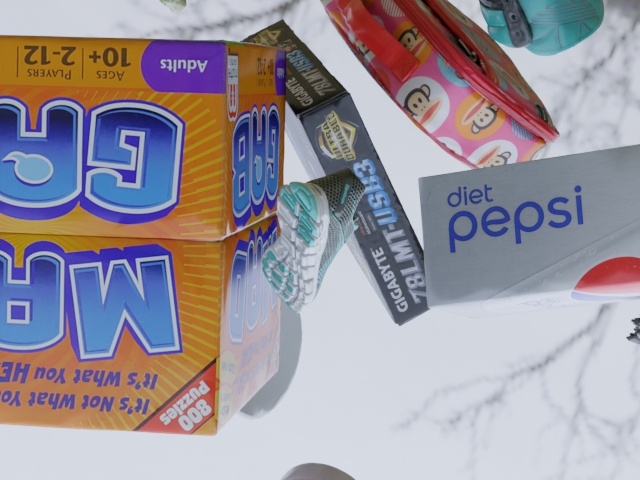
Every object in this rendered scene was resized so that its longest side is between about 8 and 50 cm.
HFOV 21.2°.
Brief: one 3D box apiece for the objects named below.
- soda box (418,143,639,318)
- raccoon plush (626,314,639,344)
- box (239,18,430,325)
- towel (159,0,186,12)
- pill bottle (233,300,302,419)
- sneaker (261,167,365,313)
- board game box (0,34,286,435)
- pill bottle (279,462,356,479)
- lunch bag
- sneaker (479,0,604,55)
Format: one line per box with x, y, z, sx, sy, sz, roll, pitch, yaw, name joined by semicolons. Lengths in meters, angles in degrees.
0.215;-0.011;1.164;0.286;0.098;0.091;-7;170;23;soda box
0.394;-0.024;1.406;0.216;0.299;0.446;21;-161;-21;raccoon plush
0.023;-0.086;1.995;0.073;0.295;0.293;-29;-152;-4;box
-0.107;-0.200;0.908;0.148;0.027;0.110;59;-165;-27;towel
-0.218;0.110;2.143;0.361;0.204;0.204;9;-173;31;pill bottle
0.000;0.000;1.459;0.076;0.166;0.065;-29;-113;-29;sneaker
-0.238;-0.023;1.699;0.356;0.356;0.356;3;-174;7;board game box
-0.048;0.382;1.916;0.162;0.162;0.278;23;-143;13;pill bottle
0.120;-0.206;1.955;0.258;0.120;0.293;28;-160;-44;lunch bag
0.200;-0.260;1.551;0.178;0.124;0.295;59;172;-6;sneaker
